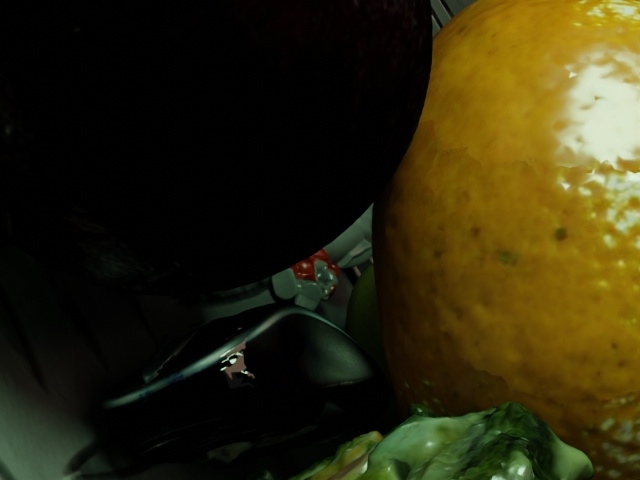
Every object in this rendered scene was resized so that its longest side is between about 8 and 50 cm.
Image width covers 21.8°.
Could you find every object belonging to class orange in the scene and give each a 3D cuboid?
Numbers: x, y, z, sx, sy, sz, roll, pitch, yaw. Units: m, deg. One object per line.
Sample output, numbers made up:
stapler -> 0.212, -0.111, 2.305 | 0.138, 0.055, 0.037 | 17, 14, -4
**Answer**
orange -> 0.210, 0.014, 1.209 | 0.424, 0.326, 0.424 | -2, 90, -80

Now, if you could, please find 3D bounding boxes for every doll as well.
doll -> 0.000, 0.000, 1.474 | 0.094, 0.079, 0.180 | 31, 39, -1

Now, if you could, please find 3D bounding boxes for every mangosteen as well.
mangosteen -> -0.076, -0.172, 1.074 | 0.382, 0.435, 0.382 | 38, -23, 19

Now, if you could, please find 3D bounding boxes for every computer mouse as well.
computer mouse -> -0.049, 0.096, 1.141 | 0.233, 0.137, 0.096 | 13, 53, -58

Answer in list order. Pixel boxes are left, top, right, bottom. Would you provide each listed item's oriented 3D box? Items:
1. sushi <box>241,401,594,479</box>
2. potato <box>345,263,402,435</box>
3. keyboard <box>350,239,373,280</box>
sushi -> 0.033, 0.221, 0.947 | 0.178, 0.294, 0.352 | 61, 20, -3
potato -> 0.112, 0.122, 1.443 | 0.248, 0.143, 0.169 | 63, 16, 14
keyboard -> 0.005, -0.046, 1.612 | 0.262, 0.016, 0.106 | 58, 22, 0
